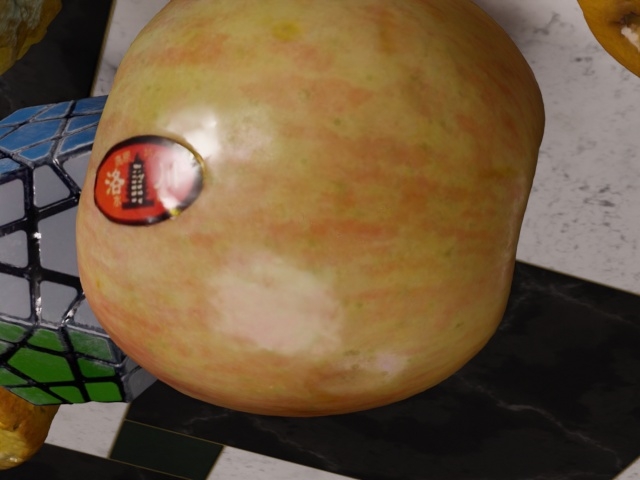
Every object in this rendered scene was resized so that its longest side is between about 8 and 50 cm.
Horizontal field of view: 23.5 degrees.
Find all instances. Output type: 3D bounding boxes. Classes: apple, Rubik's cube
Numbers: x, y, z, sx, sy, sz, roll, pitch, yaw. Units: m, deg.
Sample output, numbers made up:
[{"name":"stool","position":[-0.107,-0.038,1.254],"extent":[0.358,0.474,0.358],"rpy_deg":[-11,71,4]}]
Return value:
[{"name":"apple","position":[0.000,-0.043,1.266],"extent":[0.346,0.391,0.391],"rpy_deg":[15,148,8]},{"name":"Rubik's cube","position":[-0.243,0.012,1.532],"extent":[0.319,0.319,0.264],"rpy_deg":[-5,118,23]}]

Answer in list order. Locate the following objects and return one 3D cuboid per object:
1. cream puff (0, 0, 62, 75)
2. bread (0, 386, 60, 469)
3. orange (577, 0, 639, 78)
[{"name":"cream puff","position":[-0.308,-0.236,1.262],"extent":[0.194,0.195,0.221],"rpy_deg":[10,143,0]},{"name":"bread","position":[-0.452,0.162,1.908],"extent":[0.312,0.172,0.312],"rpy_deg":[9,148,6]},{"name":"orange","position":[0.285,-0.215,1.109],"extent":[0.249,0.183,0.249],"rpy_deg":[7,149,4]}]
